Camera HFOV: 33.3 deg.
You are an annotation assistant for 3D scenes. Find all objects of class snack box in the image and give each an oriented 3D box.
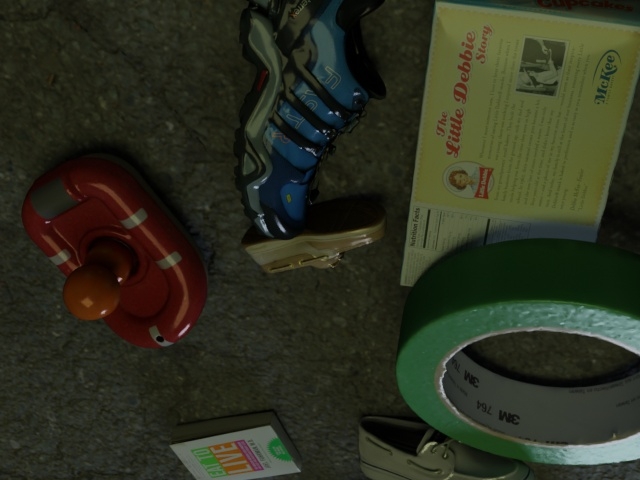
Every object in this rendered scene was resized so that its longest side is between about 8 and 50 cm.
[{"bbox_3d":[0.184,-0.083,1.027,0.187,0.060,0.322,8,127,6],"label":"snack box"}]

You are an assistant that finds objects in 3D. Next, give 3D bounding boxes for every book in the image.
[{"bbox_3d":[-0.107,0.270,1.377,0.144,0.035,0.096,-14,125,21],"label":"book"}]

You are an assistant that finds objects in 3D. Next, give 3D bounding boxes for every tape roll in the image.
[{"bbox_3d":[0.239,0.125,1.103,0.321,0.077,0.321,7,143,6],"label":"tape roll"}]

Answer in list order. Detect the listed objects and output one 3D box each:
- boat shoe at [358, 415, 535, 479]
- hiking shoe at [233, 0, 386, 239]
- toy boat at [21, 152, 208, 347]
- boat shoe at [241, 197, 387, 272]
[{"bbox_3d":[0.136,0.253,1.250,0.226,0.083,0.076,0,117,31],"label":"boat shoe"},{"bbox_3d":[-0.007,-0.121,1.012,0.132,0.113,0.304,9,127,8],"label":"hiking shoe"},{"bbox_3d":[-0.228,0.030,1.153,0.151,0.151,0.231,-25,116,28],"label":"toy boat"},{"bbox_3d":[0.000,0.000,1.136,0.170,0.063,0.059,-8,126,30],"label":"boat shoe"}]
